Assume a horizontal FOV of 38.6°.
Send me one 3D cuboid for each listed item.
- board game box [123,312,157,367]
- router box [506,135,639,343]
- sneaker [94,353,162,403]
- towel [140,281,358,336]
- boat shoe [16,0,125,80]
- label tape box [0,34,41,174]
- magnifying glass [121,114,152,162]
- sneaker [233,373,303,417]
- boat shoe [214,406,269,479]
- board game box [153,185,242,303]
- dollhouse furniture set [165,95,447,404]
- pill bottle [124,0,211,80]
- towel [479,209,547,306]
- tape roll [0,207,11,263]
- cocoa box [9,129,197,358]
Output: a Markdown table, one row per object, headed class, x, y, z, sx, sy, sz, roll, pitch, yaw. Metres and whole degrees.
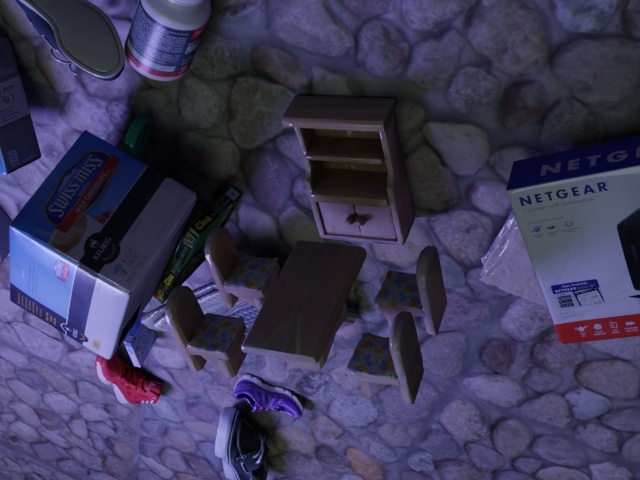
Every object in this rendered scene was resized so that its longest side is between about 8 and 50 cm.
| class | x | y | z | sx | sy | sz | roll | pitch | yaw |
| --- | --- | --- | --- | --- | --- | --- | --- | --- | --- |
| board game box | -0.410 | 0.227 | 2.083 | 0.020 | 0.090 | 0.090 | 7 | 136 | 19 |
| router box | 0.472 | -0.003 | 1.311 | 0.335 | 0.082 | 0.301 | -11 | 123 | 28 |
| sneaker | -0.460 | 0.334 | 2.252 | 0.128 | 0.087 | 0.221 | 1 | 147 | 16 |
| towel | -0.145 | 0.161 | 1.794 | 0.312 | 0.056 | 0.324 | 17 | 153 | -36 |
| boat shoe | -0.394 | -0.329 | 1.435 | 0.254 | 0.095 | 0.079 | 39 | 161 | 16 |
| label tape box | -0.659 | -0.290 | 1.631 | 0.240 | 0.106 | 0.334 | 3 | 116 | 26 |
| magnifying glass | -0.336 | -0.145 | 1.658 | 0.026 | 0.092 | 0.231 | 22 | 151 | 1 |
| sneaker | -0.122 | 0.374 | 2.102 | 0.170 | 0.071 | 0.068 | 21 | 140 | 6 |
| boat shoe | -0.184 | 0.510 | 2.267 | 0.119 | 0.121 | 0.335 | 9 | 149 | 9 |
| board game box | -0.234 | 0.012 | 1.720 | 0.030 | 0.136 | 0.260 | 41 | 140 | 4 |
| dollhouse furniture set | 0.000 | 0.000 | 1.377 | 0.362 | 0.394 | 0.256 | 5 | 136 | 24 |
| pill bottle | -0.223 | -0.334 | 1.361 | 0.108 | 0.108 | 0.180 | 30 | 141 | -4 |
| towel | 0.412 | 0.052 | 1.482 | 0.282 | 0.049 | 0.187 | 24 | 141 | 2 |
| tape roll | -0.791 | -0.029 | 2.031 | 0.219 | 0.072 | 0.219 | 15 | 139 | 13 |
| cocoa box | -0.398 | 0.018 | 1.631 | 0.228 | 0.231 | 0.347 | 31 | 150 | -2 |
